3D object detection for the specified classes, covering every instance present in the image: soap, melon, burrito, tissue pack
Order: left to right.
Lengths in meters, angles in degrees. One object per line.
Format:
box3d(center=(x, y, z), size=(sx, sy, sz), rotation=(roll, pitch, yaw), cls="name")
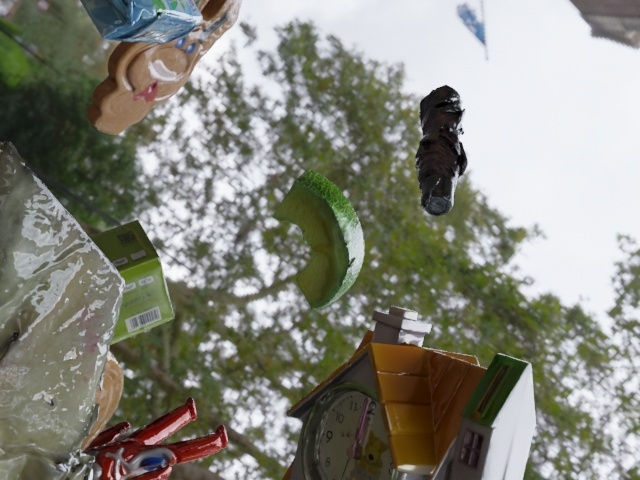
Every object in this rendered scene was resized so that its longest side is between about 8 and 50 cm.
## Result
box3d(center=(-0.261, 0.089, 0.817), size=(0.107, 0.175, 0.347), rotation=(11, -87, 31), cls="burrito")
box3d(center=(-0.475, 0.110, 1.894), size=(0.275, 0.200, 0.167), rotation=(-21, -137, -17), cls="tissue pack")
box3d(center=(-0.235, -0.320, 1.099), size=(0.077, 0.156, 0.293), rotation=(-29, -172, 11), cls="soap")
box3d(center=(0.000, 0.000, 1.341), size=(0.118, 0.209, 0.064), rotation=(-20, -168, 24), cls="melon")

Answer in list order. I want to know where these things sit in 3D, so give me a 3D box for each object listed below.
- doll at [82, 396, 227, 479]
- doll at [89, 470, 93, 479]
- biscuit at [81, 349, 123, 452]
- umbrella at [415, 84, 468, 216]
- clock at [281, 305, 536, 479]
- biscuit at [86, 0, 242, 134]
box3d(center=(-0.370, 0.406, 1.644), size=(0.384, 0.099, 0.188), rotation=(-23, -151, -32), cls="doll")
box3d(center=(-0.492, 0.373, 1.464), size=(0.228, 0.114, 0.057), rotation=(-9, -114, 25), cls="doll")
box3d(center=(-0.432, 0.241, 1.071), size=(0.078, 0.455, 0.349), rotation=(42, -60, 27), cls="biscuit")
box3d(center=(0.214, -0.167, 1.586), size=(0.326, 0.090, 0.094), rotation=(-80, -170, -47), cls="umbrella")
box3d(center=(0.073, 0.223, 0.837), size=(0.235, 0.166, 0.309), rotation=(13, -91, 49), cls="clock")
box3d(center=(-0.263, -0.310, 1.507), size=(0.334, 0.047, 0.202), rotation=(-47, 164, 7), cls="biscuit")
